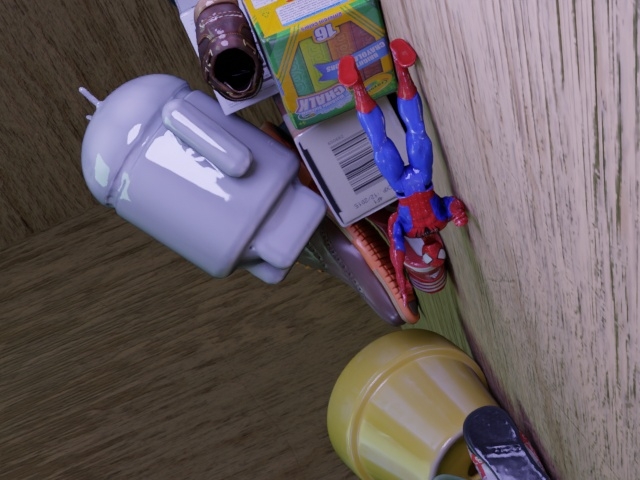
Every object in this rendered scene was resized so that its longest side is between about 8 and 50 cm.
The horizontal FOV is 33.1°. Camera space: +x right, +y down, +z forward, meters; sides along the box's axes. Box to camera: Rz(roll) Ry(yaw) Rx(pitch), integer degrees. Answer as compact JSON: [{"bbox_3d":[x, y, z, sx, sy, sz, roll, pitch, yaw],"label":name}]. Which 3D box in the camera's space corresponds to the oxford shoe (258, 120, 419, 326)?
[{"bbox_3d":[0.000,0.000,1.574,0.363,0.133,0.130,50,-169,12],"label":"oxford shoe"}]

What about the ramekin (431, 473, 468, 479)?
[{"bbox_3d":[0.216,0.460,1.383,0.303,0.148,0.303,37,-169,-8],"label":"ramekin"}]

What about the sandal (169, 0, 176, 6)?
[{"bbox_3d":[-0.129,-0.416,1.707,0.446,0.107,0.167,18,-101,-70],"label":"sandal"}]

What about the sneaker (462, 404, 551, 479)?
[{"bbox_3d":[0.273,0.348,1.382,0.270,0.090,0.145,64,-175,36],"label":"sneaker"}]

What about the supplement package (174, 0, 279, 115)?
[{"bbox_3d":[-0.079,-0.307,1.442,0.262,0.204,0.145,-116,2,-62],"label":"supplement package"}]

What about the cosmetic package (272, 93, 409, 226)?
[{"bbox_3d":[0.021,-0.162,1.447,0.153,0.129,0.296,60,-177,-28],"label":"cosmetic package"}]

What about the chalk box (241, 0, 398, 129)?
[{"bbox_3d":[0.000,-0.225,1.225,0.213,0.132,0.132,65,-179,-57],"label":"chalk box"}]

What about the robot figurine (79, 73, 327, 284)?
[{"bbox_3d":[-0.168,-0.086,1.435,0.353,0.199,0.300,33,154,-1],"label":"robot figurine"}]

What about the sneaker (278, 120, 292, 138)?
[{"bbox_3d":[0.058,-0.146,1.720,0.282,0.153,0.099,25,-154,-41],"label":"sneaker"}]

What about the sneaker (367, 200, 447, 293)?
[{"bbox_3d":[0.115,-0.010,1.559,0.128,0.087,0.221,69,179,-52],"label":"sneaker"}]

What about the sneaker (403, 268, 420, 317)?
[{"bbox_3d":[0.179,0.112,2.367,0.178,0.072,0.077,57,173,-35],"label":"sneaker"}]

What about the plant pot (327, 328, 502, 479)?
[{"bbox_3d":[0.172,0.290,1.606,0.239,0.254,0.254,35,152,58],"label":"plant pot"}]

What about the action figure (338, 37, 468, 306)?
[{"bbox_3d":[0.096,-0.050,1.104,0.139,0.091,0.280,-101,-9,-46],"label":"action figure"}]

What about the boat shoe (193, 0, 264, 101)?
[{"bbox_3d":[-0.101,-0.199,1.224,0.207,0.073,0.073,68,-178,-73],"label":"boat shoe"}]
